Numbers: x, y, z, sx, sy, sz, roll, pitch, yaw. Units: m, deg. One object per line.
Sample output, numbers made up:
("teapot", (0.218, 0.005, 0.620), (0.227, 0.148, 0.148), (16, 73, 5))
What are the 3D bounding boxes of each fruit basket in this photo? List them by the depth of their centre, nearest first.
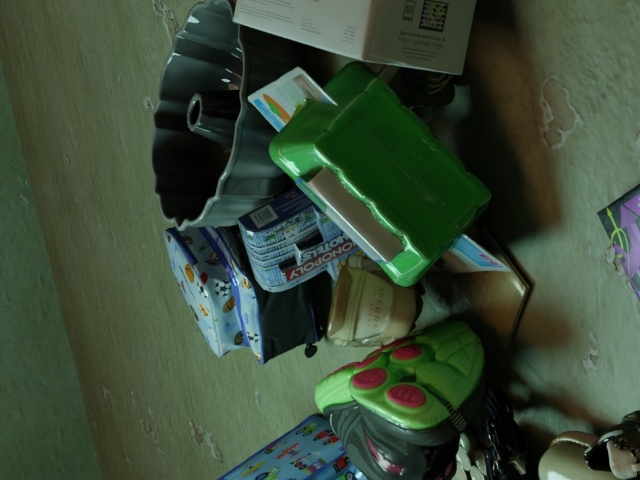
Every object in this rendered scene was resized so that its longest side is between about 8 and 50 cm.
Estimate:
("fruit basket", (0.048, -0.065, 1.796), (0.327, 0.165, 0.353), (45, 165, -9))

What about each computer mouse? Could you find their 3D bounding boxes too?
("computer mouse", (0.243, 0.320, 1.855), (0.188, 0.072, 0.272), (-93, -4, -68))

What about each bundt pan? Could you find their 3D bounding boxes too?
("bundt pan", (-0.121, -0.169, 2.117), (0.331, 0.124, 0.331), (-30, 56, 58))

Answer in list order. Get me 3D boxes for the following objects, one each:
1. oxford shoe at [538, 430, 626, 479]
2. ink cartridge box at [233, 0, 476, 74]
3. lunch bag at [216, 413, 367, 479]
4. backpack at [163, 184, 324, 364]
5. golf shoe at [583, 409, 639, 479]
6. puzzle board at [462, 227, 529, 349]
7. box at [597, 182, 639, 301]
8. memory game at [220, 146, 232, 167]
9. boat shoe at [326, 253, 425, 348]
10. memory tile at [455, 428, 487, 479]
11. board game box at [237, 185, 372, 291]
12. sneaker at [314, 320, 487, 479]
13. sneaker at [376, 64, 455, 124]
("oxford shoe", (0.335, 0.353, 1.594), (0.397, 0.146, 0.141), (47, 150, 43))
("ink cartridge box", (0.047, -0.340, 1.636), (0.309, 0.130, 0.272), (29, 111, 58))
("lunch bag", (-0.072, 0.398, 2.377), (0.221, 0.293, 0.138), (7, 115, 66))
("backpack", (-0.120, 0.031, 2.313), (0.277, 0.213, 0.263), (90, 161, -47))
("golf shoe", (0.345, 0.222, 1.532), (0.198, 0.093, 0.077), (-12, 97, 66))
("puzzle board", (0.209, 0.058, 1.811), (0.096, 0.011, 0.128), (57, 154, 30))
("box", (0.336, 0.024, 1.465), (0.162, 0.029, 0.116), (64, 157, 9))
("memory game", (-0.145, -0.166, 2.279), (0.186, 0.012, 0.186), (-17, 63, 37))
("boat shoe", (0.075, 0.088, 1.948), (0.341, 0.110, 0.122), (-33, -47, -85))
("memory tile", (0.222, 0.326, 2.009), (0.148, 0.012, 0.113), (52, 152, 36))
("board game box", (0.000, 0.000, 2.064), (0.060, 0.194, 0.194), (54, 168, 35))
("sneaker", (0.127, 0.228, 1.950), (0.202, 0.185, 0.483), (62, 170, 3))
("sneaker", (0.128, -0.195, 1.725), (0.086, 0.064, 0.192), (52, 152, 7))
